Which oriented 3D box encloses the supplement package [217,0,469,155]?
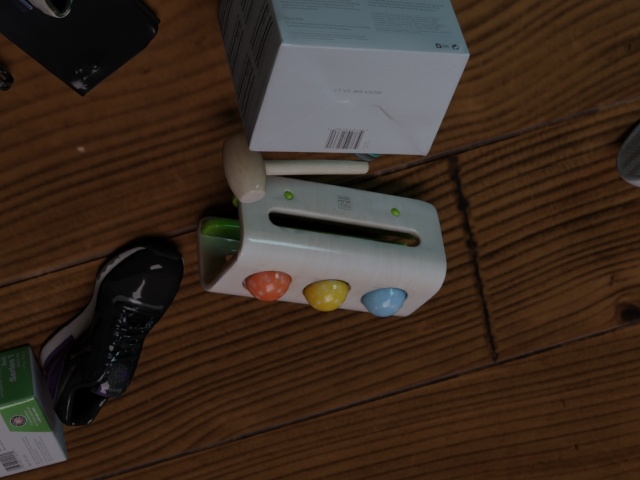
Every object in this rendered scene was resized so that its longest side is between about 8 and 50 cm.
[{"bbox_3d":[0.016,-0.208,1.623,0.194,0.203,0.149,1,139,-19],"label":"supplement package"}]

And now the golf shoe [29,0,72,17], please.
[{"bbox_3d":[-0.241,-0.292,1.511,0.069,0.086,0.176,-9,126,-26],"label":"golf shoe"}]

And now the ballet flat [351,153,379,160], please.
[{"bbox_3d":[0.005,-0.149,1.815,0.070,0.070,0.188,-27,138,14],"label":"ballet flat"}]

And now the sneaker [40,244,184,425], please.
[{"bbox_3d":[-0.246,0.127,2.004,0.107,0.124,0.283,14,133,-32],"label":"sneaker"}]

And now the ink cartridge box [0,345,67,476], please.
[{"bbox_3d":[-0.458,0.239,2.094,0.219,0.093,0.160,-14,141,-1],"label":"ink cartridge box"}]

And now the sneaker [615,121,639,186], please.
[{"bbox_3d":[0.516,-0.132,1.958,0.292,0.108,0.169,-36,134,22],"label":"sneaker"}]

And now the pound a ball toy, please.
[{"bbox_3d":[0.000,0.000,1.890,0.319,0.136,0.208,8,149,-28],"label":"pound a ball toy"}]

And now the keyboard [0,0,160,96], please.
[{"bbox_3d":[-0.322,-0.242,1.608,0.201,0.033,0.317,-35,137,14],"label":"keyboard"}]
